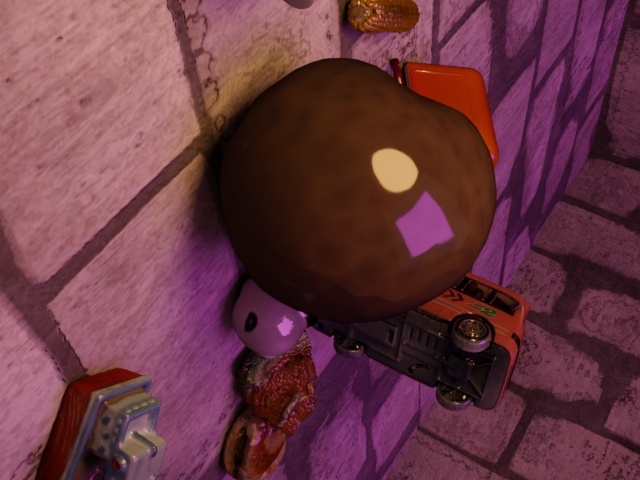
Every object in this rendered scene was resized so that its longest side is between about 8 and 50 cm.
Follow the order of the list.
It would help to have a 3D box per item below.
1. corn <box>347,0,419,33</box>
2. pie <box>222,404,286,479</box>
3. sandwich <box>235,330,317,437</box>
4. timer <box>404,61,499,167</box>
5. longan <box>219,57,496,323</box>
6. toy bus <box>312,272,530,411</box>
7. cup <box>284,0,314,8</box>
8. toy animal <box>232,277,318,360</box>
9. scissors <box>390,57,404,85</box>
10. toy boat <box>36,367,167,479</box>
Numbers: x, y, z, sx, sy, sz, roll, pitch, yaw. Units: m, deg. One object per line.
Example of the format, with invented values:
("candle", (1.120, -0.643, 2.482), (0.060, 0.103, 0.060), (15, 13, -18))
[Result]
("corn", (0.107, -0.381, 1.362), (0.207, 0.068, 0.068), (-24, 134, -56))
("pie", (-0.117, 0.395, 1.643), (0.179, 0.084, 0.205), (-33, 138, -51))
("sandwich", (-0.060, 0.256, 1.538), (0.185, 0.160, 0.109), (-43, 168, -26))
("timer", (0.241, -0.189, 1.637), (0.250, 0.161, 0.258), (99, -12, -60))
("longan", (0.053, -0.067, 1.169), (0.405, 0.404, 0.336), (-61, -169, -8))
("toy bus", (0.203, 0.153, 1.650), (0.233, 0.426, 0.203), (-44, 150, -45))
("cup", (-0.048, -0.399, 0.871), (0.289, 0.219, 0.258), (-30, 153, 2))
("toy animal", (-0.075, 0.105, 1.399), (0.179, 0.138, 0.166), (-45, 131, -22))
("scissors", (0.165, -0.211, 1.532), (0.144, 0.017, 0.248), (60, 21, -62))
("toy boat", (-0.308, 0.351, 1.137), (0.145, 0.133, 0.332), (-10, 122, -63))
